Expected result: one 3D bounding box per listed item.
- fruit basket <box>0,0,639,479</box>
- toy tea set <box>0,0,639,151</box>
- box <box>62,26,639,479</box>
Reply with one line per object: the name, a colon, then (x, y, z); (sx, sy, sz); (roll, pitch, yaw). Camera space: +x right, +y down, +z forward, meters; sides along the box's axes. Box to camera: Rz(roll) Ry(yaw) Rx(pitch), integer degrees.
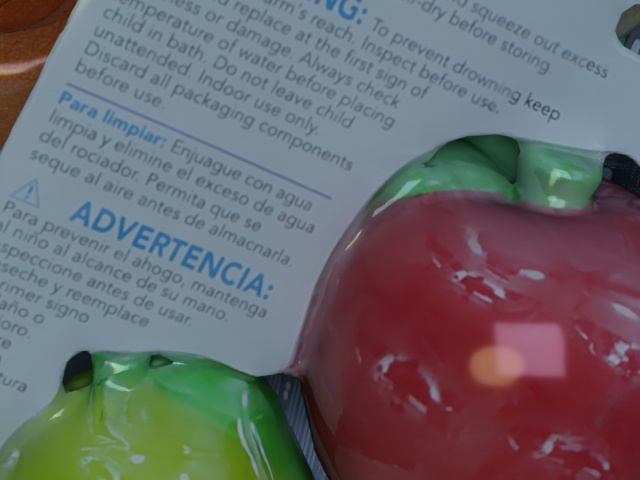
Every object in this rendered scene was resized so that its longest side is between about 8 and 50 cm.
fruit basket: (0.031, 0.077, 0.504); (0.327, 0.165, 0.353); (23, 101, -23)
toy tea set: (0.001, -0.102, 0.566); (0.336, 0.124, 0.200); (-5, 63, -3)
box: (0.000, 0.000, 0.645); (0.307, 0.076, 0.242); (23, 90, -6)
